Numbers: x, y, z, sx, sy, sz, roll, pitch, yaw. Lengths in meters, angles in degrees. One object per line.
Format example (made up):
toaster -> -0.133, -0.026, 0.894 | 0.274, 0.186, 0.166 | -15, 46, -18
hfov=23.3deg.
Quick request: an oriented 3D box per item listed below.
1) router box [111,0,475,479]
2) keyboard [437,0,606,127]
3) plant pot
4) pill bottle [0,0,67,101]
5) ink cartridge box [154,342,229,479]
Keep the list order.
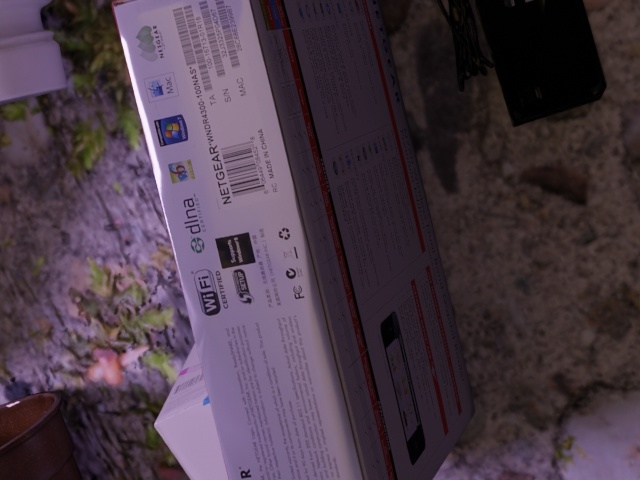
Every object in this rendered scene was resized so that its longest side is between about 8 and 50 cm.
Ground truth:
router box -> 0.000, 0.000, 0.985 | 0.082, 0.301, 0.336 | -12, 95, 17
keyboard -> 0.123, -0.176, 1.067 | 0.100, 0.038, 0.192 | -17, 94, -5
plant pot -> -0.237, 0.226, 1.172 | 0.167, 0.167, 0.165 | -22, 100, 18
pill bottle -> -0.259, -0.210, 1.112 | 0.131, 0.131, 0.229 | -11, 96, 18
ink cartridge box -> -0.042, 0.113, 1.106 | 0.092, 0.143, 0.090 | -26, 107, 20
